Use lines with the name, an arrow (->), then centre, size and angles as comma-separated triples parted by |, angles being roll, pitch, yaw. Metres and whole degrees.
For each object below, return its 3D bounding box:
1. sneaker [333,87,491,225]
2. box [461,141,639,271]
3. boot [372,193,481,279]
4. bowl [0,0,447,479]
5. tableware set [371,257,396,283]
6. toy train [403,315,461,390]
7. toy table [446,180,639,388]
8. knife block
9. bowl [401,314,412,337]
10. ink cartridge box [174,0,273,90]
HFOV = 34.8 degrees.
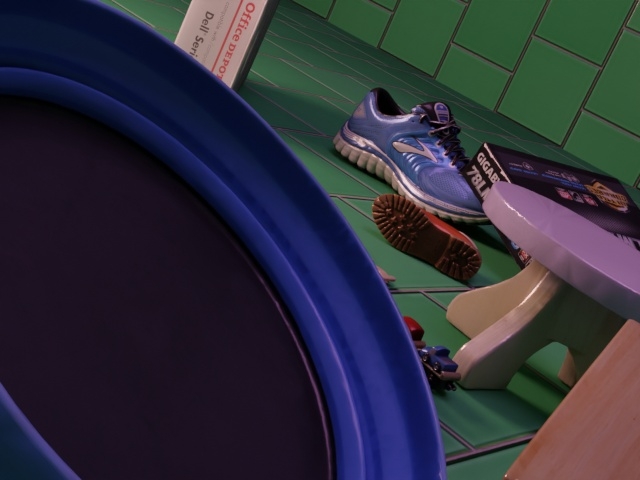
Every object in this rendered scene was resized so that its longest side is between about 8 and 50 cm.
sneaker -> 0.170, -0.133, 1.572 | 0.330, 0.147, 0.129 | 35, 20, 27
box -> 0.375, 0.006, 1.429 | 0.295, 0.073, 0.293 | 12, 37, -34
boot -> 0.138, -0.007, 1.311 | 0.158, 0.059, 0.084 | 36, 15, 8
bowl -> -0.080, 0.035, 0.569 | 0.391, 0.077, 0.391 | 42, 26, -26
tableware set -> 0.000, 0.000, 1.153 | 0.141, 0.020, 0.169 | 13, 20, -33
toy train -> 0.080, 0.089, 0.961 | 0.027, 0.036, 0.158 | 10, 22, -40
toy table -> 0.245, 0.075, 1.019 | 0.252, 0.161, 0.274 | 14, 20, -32
knife block -> 0.140, 0.147, 0.537 | 0.088, 0.276, 0.242 | 31, -12, 20
bowl -> 0.012, 0.076, 0.884 | 0.142, 0.053, 0.142 | 28, 18, 14
ink cartridge box -> -0.154, -0.350, 1.677 | 0.119, 0.207, 0.353 | 24, 16, -6
